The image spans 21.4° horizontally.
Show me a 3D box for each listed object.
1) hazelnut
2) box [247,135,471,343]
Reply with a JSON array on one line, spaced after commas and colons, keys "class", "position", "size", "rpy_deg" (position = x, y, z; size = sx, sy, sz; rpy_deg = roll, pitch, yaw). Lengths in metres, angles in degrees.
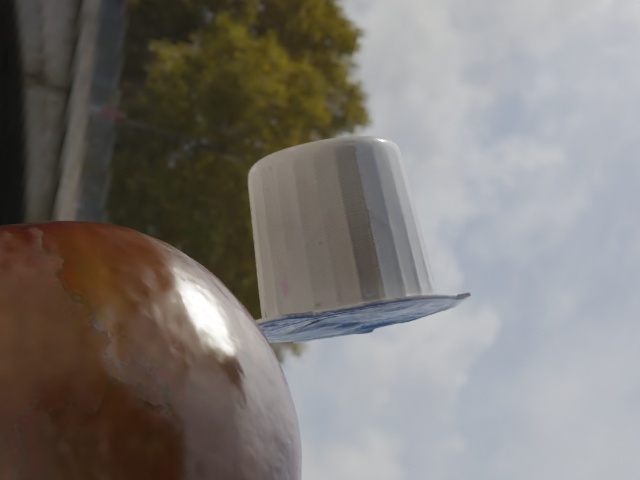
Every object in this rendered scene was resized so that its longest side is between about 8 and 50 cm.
[{"class": "hazelnut", "position": [-0.192, 0.158, 1.124], "size": [0.366, 0.366, 0.366], "rpy_deg": [-167, -90, -73]}, {"class": "box", "position": [0.000, 0.000, 1.925], "size": [0.262, 0.291, 0.206], "rpy_deg": [-20, -104, 39]}]
